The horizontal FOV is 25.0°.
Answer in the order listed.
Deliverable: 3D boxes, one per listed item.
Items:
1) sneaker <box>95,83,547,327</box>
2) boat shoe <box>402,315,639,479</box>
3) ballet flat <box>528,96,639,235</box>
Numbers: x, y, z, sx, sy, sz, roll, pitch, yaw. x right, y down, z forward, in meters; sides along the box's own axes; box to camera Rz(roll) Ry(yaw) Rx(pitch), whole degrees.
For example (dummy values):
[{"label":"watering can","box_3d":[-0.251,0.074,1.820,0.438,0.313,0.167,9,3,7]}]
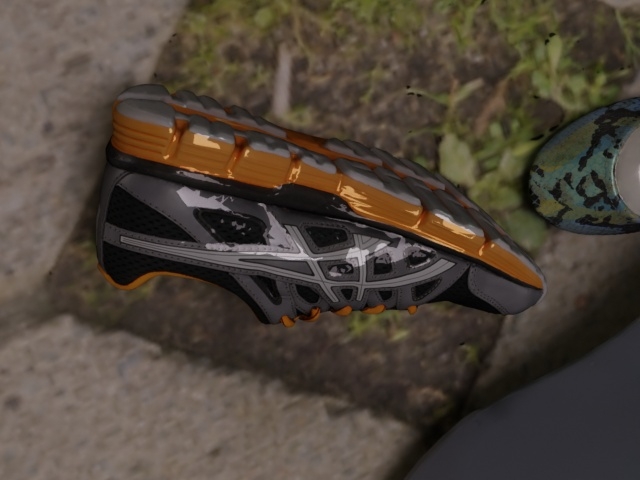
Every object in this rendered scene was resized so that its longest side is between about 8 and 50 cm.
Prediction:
[{"label":"sneaker","box_3d":[0.000,0.000,0.633,0.215,0.084,0.083,17,105,-20]},{"label":"boat shoe","box_3d":[0.181,0.107,0.692,0.367,0.136,0.156,-43,133,-4]},{"label":"ballet flat","box_3d":[0.194,-0.042,0.706,0.188,0.070,0.070,-13,103,-20]}]
